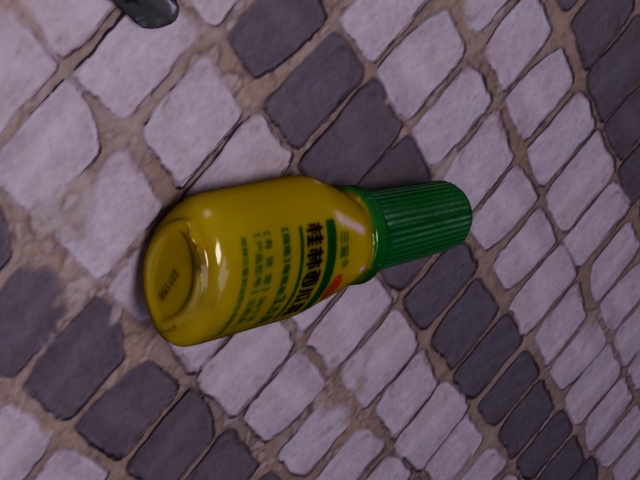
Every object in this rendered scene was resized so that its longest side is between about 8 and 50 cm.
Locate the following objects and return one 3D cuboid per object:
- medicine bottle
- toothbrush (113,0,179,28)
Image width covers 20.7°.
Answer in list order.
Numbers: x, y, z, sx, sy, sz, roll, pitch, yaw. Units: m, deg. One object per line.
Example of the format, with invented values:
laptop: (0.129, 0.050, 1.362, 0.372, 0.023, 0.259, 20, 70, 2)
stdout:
medicine bottle: (0.000, 0.000, 1.254, 0.309, 0.076, 0.111, -14, 132, -49)
toothbrush: (-0.150, -0.177, 0.926, 0.030, 0.030, 0.297, -32, 153, 12)
